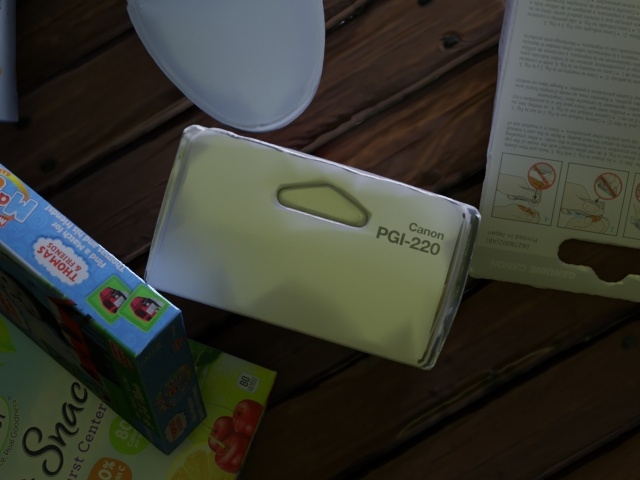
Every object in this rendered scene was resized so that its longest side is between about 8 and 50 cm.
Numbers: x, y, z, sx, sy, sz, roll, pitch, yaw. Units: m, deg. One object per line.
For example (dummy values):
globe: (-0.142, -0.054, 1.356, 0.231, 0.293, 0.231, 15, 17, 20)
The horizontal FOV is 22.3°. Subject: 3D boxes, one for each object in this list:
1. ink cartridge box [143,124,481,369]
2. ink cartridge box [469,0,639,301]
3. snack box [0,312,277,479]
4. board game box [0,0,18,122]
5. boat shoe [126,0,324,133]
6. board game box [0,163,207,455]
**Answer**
ink cartridge box: (0.000, 0.000, 0.911, 0.159, 0.218, 0.092, 16, 91, 2)
ink cartridge box: (0.195, -0.077, 1.000, 0.181, 0.056, 0.224, 9, 109, 2)
snack box: (-0.143, 0.147, 0.963, 0.174, 0.070, 0.207, 22, 70, 2)
board game box: (-0.335, -0.179, 0.955, 0.303, 0.097, 0.224, 0, 92, 10)
boat shoe: (-0.091, -0.195, 0.968, 0.113, 0.105, 0.306, -33, 82, -3)
board game box: (-0.156, 0.016, 0.880, 0.211, 0.160, 0.039, 39, 72, 17)
